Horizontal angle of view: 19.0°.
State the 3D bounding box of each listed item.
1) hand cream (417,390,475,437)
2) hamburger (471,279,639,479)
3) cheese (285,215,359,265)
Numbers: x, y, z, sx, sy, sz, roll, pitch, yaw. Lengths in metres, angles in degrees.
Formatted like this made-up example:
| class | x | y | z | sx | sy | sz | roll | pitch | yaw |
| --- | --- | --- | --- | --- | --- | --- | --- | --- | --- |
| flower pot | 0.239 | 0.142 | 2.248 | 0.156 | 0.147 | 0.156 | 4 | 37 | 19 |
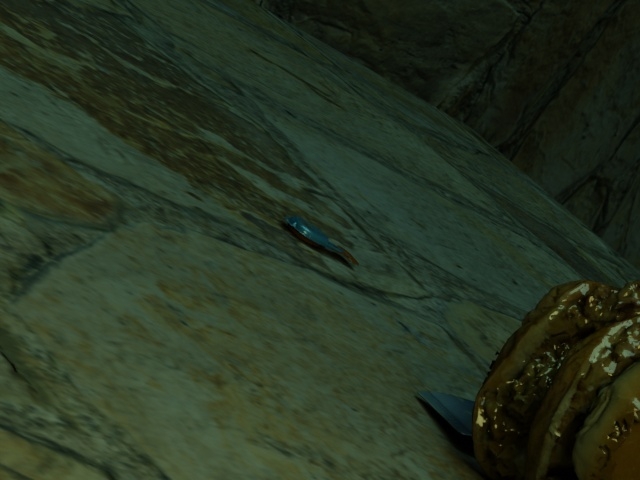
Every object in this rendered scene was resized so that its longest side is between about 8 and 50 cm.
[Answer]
| class | x | y | z | sx | sy | sz | roll | pitch | yaw |
| --- | --- | --- | --- | --- | --- | --- | --- | --- | --- |
| hand cream | 0.214 | 0.203 | 1.841 | 0.271 | 0.058 | 0.091 | 24 | 12 | -32 |
| hamburger | 0.260 | 0.175 | 1.672 | 0.211 | 0.260 | 0.245 | 26 | -47 | 52 |
| cheese | 0.001 | -0.001 | 2.114 | 0.111 | 0.017 | 0.047 | 29 | 16 | -37 |
